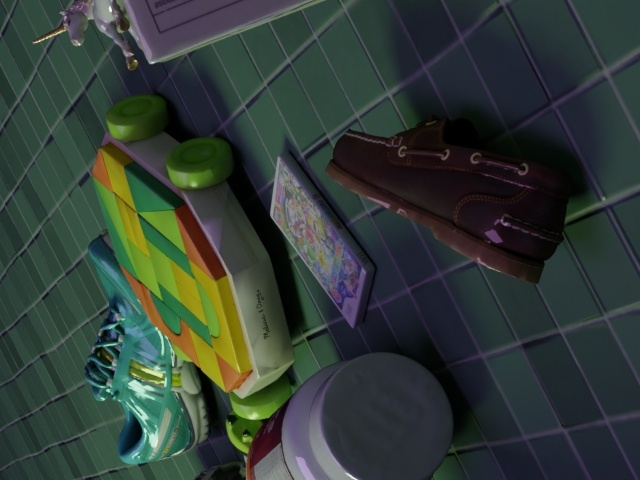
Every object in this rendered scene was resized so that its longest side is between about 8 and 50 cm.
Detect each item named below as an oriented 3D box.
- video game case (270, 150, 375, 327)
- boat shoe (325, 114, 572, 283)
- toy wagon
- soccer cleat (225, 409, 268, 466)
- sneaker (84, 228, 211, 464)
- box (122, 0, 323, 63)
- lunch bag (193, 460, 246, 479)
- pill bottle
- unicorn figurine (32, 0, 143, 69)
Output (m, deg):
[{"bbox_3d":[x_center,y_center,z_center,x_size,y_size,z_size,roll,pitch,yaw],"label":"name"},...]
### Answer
[{"bbox_3d":[0.000,0.000,1.355,0.122,0.011,0.087,53,157,23],"label":"video game case"},{"bbox_3d":[0.079,-0.039,1.063,0.207,0.073,0.073,28,103,51],"label":"boat shoe"},{"bbox_3d":[-0.132,0.002,1.586,0.344,0.068,0.267,36,146,50],"label":"toy wagon"},{"bbox_3d":[-0.033,0.224,1.644,0.179,0.060,0.072,53,167,42],"label":"soccer cleat"},{"bbox_3d":[-0.188,0.117,1.780,0.107,0.110,0.275,44,152,56],"label":"sneaker"},{"bbox_3d":[-0.084,-0.273,0.999,0.121,0.148,0.311,-68,-42,-74],"label":"box"},{"bbox_3d":[-0.109,0.380,1.828,0.235,0.169,0.287,129,134,-69],"label":"lunch bag"},{"bbox_3d":[0.021,0.160,1.341,0.121,0.121,0.221,60,159,9],"label":"pill bottle"},{"bbox_3d":[-0.179,-0.198,1.491,0.111,0.060,0.162,52,140,27],"label":"unicorn figurine"}]
